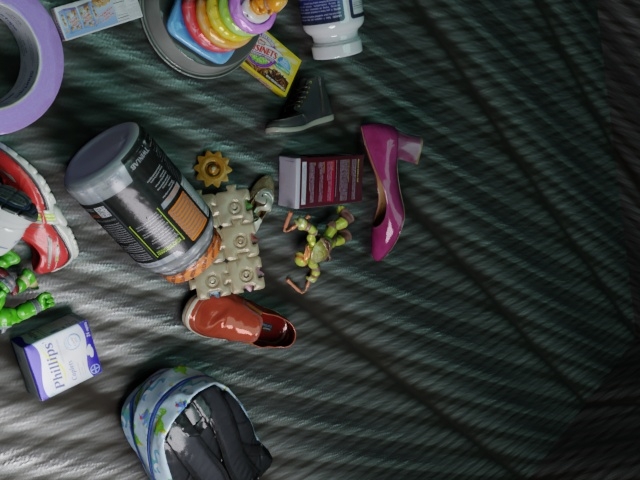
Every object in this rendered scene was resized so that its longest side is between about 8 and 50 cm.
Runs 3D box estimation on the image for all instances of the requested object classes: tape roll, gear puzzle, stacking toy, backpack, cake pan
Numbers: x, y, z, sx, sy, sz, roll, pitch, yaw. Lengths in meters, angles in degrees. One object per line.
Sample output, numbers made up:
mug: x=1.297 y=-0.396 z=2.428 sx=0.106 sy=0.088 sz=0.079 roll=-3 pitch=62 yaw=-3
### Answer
tape roll: x=-0.598 y=-0.323 z=1.287 sx=0.275 sy=0.090 sz=0.274 roll=-10 pitch=105 yaw=-42
gear puzzle: x=-0.239 y=-0.038 z=1.699 sx=0.176 sy=0.044 sz=0.338 roll=-10 pitch=95 yaw=-14
stacking toy: x=-0.150 y=-0.457 z=1.439 sx=0.166 sy=0.302 sz=0.175 roll=26 pitch=80 yaw=-37
backpack: x=-0.289 y=0.450 z=1.665 sx=0.290 sy=0.273 sz=0.355 roll=-41 pitch=146 yaw=-27
cake pan: x=-0.243 y=-0.498 z=1.588 sx=0.293 sy=0.054 sz=0.293 roll=-7 pitch=101 yaw=-36

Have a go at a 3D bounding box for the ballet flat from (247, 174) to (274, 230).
ballet flat: x=-0.154 y=-0.066 z=1.780 sx=0.073 sy=0.067 sz=0.206 roll=40 pitch=71 yaw=-41

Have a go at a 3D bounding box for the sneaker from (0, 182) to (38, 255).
sneaker: x=-0.647 y=-0.063 z=1.261 sx=0.297 sy=0.111 sz=0.129 roll=28 pitch=109 yaw=-21

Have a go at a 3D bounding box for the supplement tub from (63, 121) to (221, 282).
supplement tub: x=-0.350 y=-0.068 z=1.506 sx=0.193 sy=0.194 sz=0.316 roll=-52 pitch=129 yaw=-22

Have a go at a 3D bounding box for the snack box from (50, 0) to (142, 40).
snack box: x=-0.438 y=-0.450 z=1.456 sx=0.178 sy=0.022 sz=0.064 roll=-32 pitch=121 yaw=-35

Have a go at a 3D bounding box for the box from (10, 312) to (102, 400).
box: x=-0.530 y=0.233 z=1.487 sx=0.137 sy=0.072 sz=0.126 roll=-26 pitch=115 yaw=-37

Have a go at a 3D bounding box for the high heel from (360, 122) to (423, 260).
high heel: x=0.151 y=-0.135 z=2.059 sx=0.182 sy=0.127 sz=0.377 roll=12 pitch=96 yaw=-16

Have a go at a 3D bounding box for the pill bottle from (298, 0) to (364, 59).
pill bottle: x=0.023 y=-0.579 z=1.775 sx=0.153 sy=0.153 sz=0.264 roll=-26 pitch=116 yaw=-37

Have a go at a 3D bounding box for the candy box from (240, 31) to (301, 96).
candy box: x=-0.137 y=-0.436 z=1.743 sx=0.206 sy=0.027 sz=0.105 roll=31 pitch=76 yaw=-43

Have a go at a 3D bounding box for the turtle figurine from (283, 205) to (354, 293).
turtle figurine: x=0.000 y=0.000 z=1.908 sx=0.217 sy=0.087 sz=0.269 roll=-40 pitch=136 yaw=-34

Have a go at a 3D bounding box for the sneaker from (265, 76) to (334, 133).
sneaker: x=-0.063 y=-0.331 z=1.810 sx=0.222 sy=0.083 sz=0.118 roll=-27 pitch=110 yaw=-45

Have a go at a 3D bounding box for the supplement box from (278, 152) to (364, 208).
supplement box: x=0.005 y=-0.158 z=1.907 sx=0.240 sy=0.073 sz=0.130 roll=-8 pitch=105 yaw=-41

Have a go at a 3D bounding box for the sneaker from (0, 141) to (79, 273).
sneaker: x=-0.556 y=-0.054 z=1.379 sx=0.118 sy=0.107 sz=0.279 roll=-36 pitch=121 yaw=-25

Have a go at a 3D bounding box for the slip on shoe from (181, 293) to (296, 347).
slip on shoe: x=-0.188 y=0.197 z=1.785 sx=0.331 sy=0.101 sz=0.123 roll=22 pitch=85 yaw=-43

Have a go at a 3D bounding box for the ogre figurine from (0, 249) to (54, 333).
ogre figurine: x=-0.600 y=0.082 z=1.372 sx=0.118 sy=0.097 sz=0.197 roll=-55 pitch=143 yaw=-35
